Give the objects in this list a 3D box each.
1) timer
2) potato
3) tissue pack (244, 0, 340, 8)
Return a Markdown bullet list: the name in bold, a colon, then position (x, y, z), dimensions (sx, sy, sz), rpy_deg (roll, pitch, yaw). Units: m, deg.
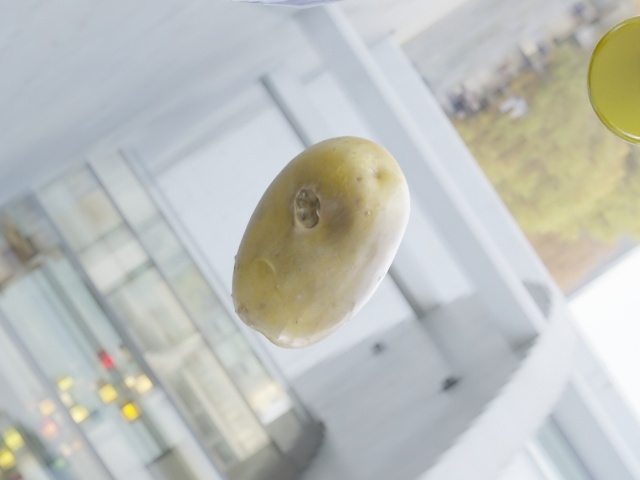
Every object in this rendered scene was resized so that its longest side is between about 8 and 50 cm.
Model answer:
- **timer**: position (0.257, -0.124, 1.414), dimensions (0.107, 0.107, 0.109), rpy_deg (-32, 175, 30)
- **potato**: position (0.000, 0.000, 1.837), dimensions (0.234, 0.150, 0.146), rpy_deg (-54, 176, 16)
- **tissue pack**: position (0.022, -0.204, 0.937), dimensions (0.242, 0.125, 0.344), rpy_deg (-13, -179, 19)
